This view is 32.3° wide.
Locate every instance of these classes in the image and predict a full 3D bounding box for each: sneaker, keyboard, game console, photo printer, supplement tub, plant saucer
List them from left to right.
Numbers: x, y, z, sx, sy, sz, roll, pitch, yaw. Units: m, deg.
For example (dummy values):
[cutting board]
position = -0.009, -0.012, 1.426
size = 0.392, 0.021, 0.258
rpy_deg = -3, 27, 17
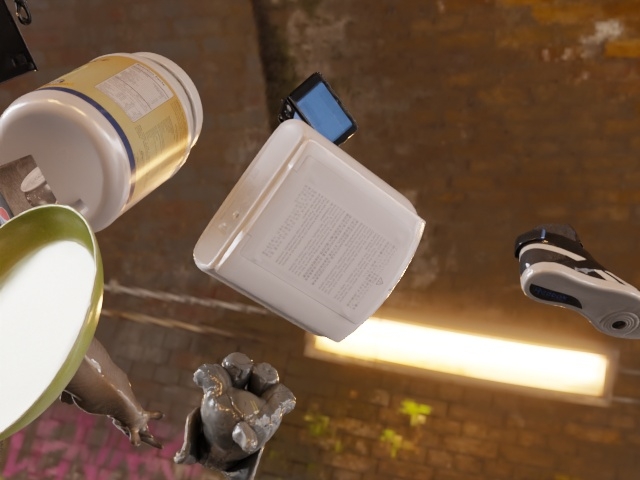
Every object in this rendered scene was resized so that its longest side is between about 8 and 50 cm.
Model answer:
[keyboard]
position = -0.413, -0.287, 1.381
size = 0.108, 0.023, 0.180
rpy_deg = -21, -63, -1
[plant saucer]
position = -0.274, 0.080, 0.987
size = 0.241, 0.241, 0.037
rpy_deg = -10, -33, 37
[supplement tub]
position = -0.338, -0.163, 1.737
size = 0.228, 0.316, 0.228
rpy_deg = 8, -64, 18
[game console]
position = -0.002, -0.187, 1.756
size = 0.071, 0.107, 0.122
rpy_deg = -29, -67, 21
[photo printer]
position = 0.000, 0.000, 1.635
size = 0.307, 0.256, 0.107
rpy_deg = 32, 4, -36
[sneaker]
position = 0.350, 0.041, 1.436
size = 0.217, 0.121, 0.079
rpy_deg = 23, -49, -22

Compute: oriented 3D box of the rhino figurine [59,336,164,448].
[rhino figurine]
position = -0.278, 0.178, 1.365
size = 0.243, 0.073, 0.106
rpy_deg = 50, -31, -16

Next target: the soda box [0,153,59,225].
[soda box]
position = -0.327, -0.011, 1.288
size = 0.169, 0.060, 0.053
rpy_deg = 59, -33, 6

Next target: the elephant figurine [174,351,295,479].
[elephant figurine]
position = -0.147, 0.309, 1.727
size = 0.169, 0.186, 0.239
rpy_deg = 43, -56, 22

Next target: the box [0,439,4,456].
[box]
position = -0.497, 0.245, 1.387
size = 0.184, 0.261, 0.103
rpy_deg = 13, 7, -6
